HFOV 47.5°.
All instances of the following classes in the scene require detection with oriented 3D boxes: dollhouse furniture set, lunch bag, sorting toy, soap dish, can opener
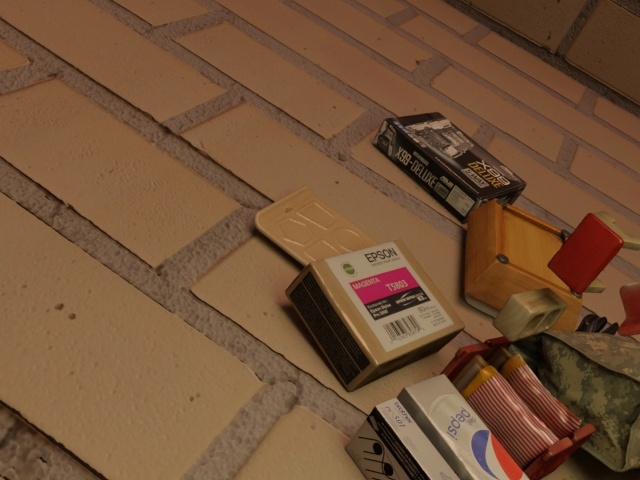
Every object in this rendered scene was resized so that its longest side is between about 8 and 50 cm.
[{"bbox_3d":[0.338,0.163,1.040,0.152,0.374,0.201,-5,44,-46],"label":"dollhouse furniture set"},{"bbox_3d":[0.474,0.240,1.207,0.235,0.169,0.287,5,15,-32],"label":"lunch bag"},{"bbox_3d":[0.000,0.000,1.318,0.208,0.038,0.193,41,36,10],"label":"sorting toy"},{"bbox_3d":[0.406,0.050,1.463,0.228,0.118,0.291,26,35,-4],"label":"soap dish"},{"bbox_3d":[0.557,0.184,1.449,0.059,0.073,0.186,40,26,31],"label":"can opener"}]

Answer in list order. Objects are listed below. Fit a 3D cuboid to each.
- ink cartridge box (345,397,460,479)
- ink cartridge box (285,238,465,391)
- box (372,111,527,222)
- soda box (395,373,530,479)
[{"bbox_3d":[0.124,0.314,0.930,0.046,0.097,0.207,-9,49,-42],"label":"ink cartridge box"},{"bbox_3d":[0.091,0.111,1.163,0.234,0.088,0.193,-14,62,-45],"label":"ink cartridge box"},{"bbox_3d":[0.311,-0.184,1.740,0.242,0.077,0.307,-17,54,-47],"label":"box"},{"bbox_3d":[0.203,0.324,0.976,0.091,0.098,0.286,-7,46,-41],"label":"soda box"}]
